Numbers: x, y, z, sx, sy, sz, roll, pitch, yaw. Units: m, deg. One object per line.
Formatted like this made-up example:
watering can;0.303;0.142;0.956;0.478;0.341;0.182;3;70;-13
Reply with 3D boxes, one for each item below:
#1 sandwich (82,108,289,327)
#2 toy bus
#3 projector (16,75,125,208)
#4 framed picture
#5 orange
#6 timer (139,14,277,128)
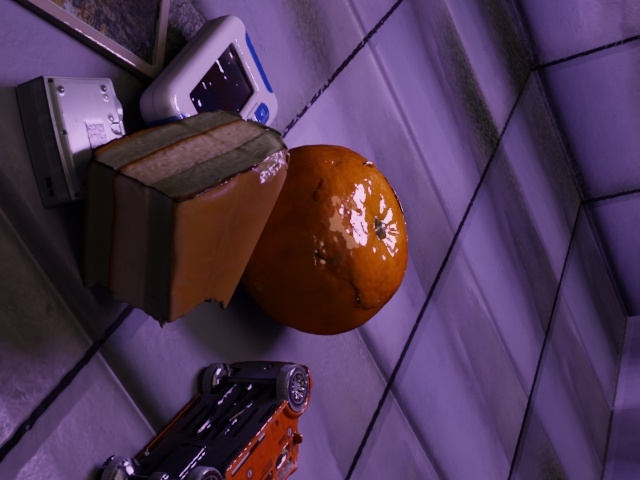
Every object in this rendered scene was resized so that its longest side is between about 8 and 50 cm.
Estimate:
sandwich;-0.157;-0.026;1.048;0.227;0.155;0.198;-33;141;-48
toy bus;-0.124;0.275;1.075;0.329;0.143;0.153;-45;127;-55
projector;-0.285;-0.120;1.032;0.115;0.061;0.147;-15;93;-60
framed picture;-0.313;-0.372;1.116;0.324;0.020;0.240;30;55;-50
orange;0.000;0.000;1.278;0.284;0.226;0.284;17;68;-50
timer;-0.156;-0.189;1.224;0.178;0.078;0.253;65;33;-31
